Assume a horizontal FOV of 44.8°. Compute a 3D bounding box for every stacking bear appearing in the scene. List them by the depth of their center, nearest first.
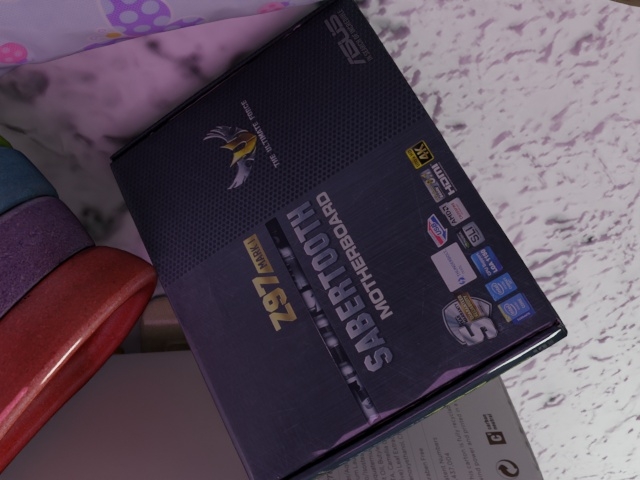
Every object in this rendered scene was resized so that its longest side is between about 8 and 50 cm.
[{"bbox_3d":[-0.245,-0.015,0.403,0.289,0.175,0.164,39,136,-2],"label":"stacking bear"}]

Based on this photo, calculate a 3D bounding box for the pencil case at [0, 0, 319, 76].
[{"bbox_3d":[-0.089,-0.156,0.393,0.273,0.113,0.124,-14,133,0],"label":"pencil case"}]

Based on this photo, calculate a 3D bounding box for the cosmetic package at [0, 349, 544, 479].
[{"bbox_3d":[-0.055,0.192,0.545,0.365,0.155,0.197,0,127,-9],"label":"cosmetic package"}]

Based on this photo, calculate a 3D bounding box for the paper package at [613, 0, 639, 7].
[{"bbox_3d":[0.143,-0.290,0.259,0.309,0.168,0.325,-36,125,-14],"label":"paper package"}]

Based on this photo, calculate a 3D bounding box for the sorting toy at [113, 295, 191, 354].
[{"bbox_3d":[-0.054,0.135,0.628,0.348,0.047,0.196,0,123,-10],"label":"sorting toy"}]

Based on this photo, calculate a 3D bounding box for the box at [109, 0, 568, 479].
[{"bbox_3d":[0.000,0.000,0.449,0.183,0.232,0.059,-32,159,12],"label":"box"}]
